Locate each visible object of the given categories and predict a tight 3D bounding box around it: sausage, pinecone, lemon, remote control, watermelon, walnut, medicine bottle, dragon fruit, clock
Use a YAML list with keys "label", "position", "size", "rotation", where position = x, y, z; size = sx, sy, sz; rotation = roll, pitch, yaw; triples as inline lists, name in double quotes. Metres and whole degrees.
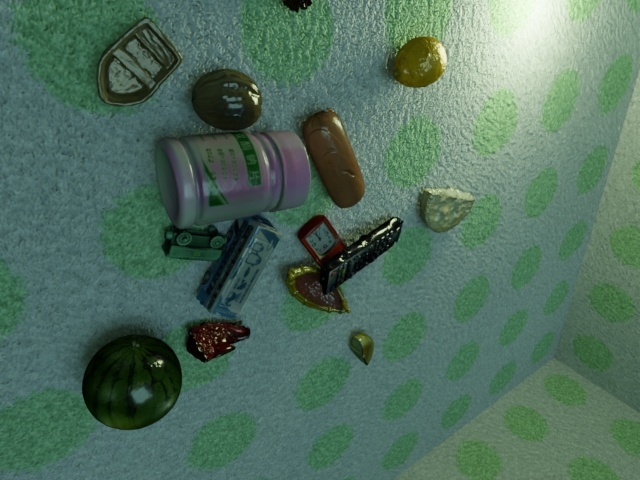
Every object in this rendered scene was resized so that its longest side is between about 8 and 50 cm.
- label: "sausage"
  position: [0.041, -0.238, 1.207]
  size: [0.121, 0.121, 0.304]
  rotation: [-38, 131, -13]
- label: "pinecone"
  position: [-0.055, -0.596, 0.973]
  size: [0.109, 0.102, 0.102]
  rotation: [-57, 143, -44]
- label: "lemon"
  position: [0.291, -0.525, 1.221]
  size: [0.187, 0.142, 0.142]
  rotation: [-31, 128, -21]
- label: "remote control"
  position: [0.142, 0.037, 1.417]
  size: [0.398, 0.062, 0.145]
  rotation: [-31, 145, -35]
- label: "watermelon"
  position: [-0.485, 0.366, 1.076]
  size: [0.242, 0.242, 0.243]
  rotation: [-17, 122, -28]
- label: "walnut"
  position: [-0.215, -0.328, 0.965]
  size: [0.162, 0.140, 0.140]
  rotation: [1, 113, -38]
- label: "medicine bottle"
  position: [-0.211, -0.157, 1.008]
  size: [0.325, 0.212, 0.212]
  rotation: [-13, 121, -30]
- label: "dragon fruit"
  position: [-0.303, 0.289, 1.251]
  size: [0.192, 0.122, 0.093]
  rotation: [-7, 102, -30]
- label: "clock"
  position: [0.000, 0.000, 1.349]
  size: [0.113, 0.061, 0.155]
  rotation: [-42, 128, -10]

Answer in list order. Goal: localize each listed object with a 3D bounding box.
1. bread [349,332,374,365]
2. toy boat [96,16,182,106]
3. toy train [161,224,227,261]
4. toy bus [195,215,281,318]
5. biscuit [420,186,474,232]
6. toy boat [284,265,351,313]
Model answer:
- label: "bread"
  position: [0.175, 0.431, 1.688]
  size: [0.094, 0.083, 0.157]
  rotation: [-44, 133, -12]
- label: "toy boat"
  position: [-0.395, -0.363, 0.867]
  size: [0.188, 0.061, 0.116]
  rotation: [-48, 133, -5]
- label: "toy train"
  position: [-0.336, 0.008, 1.106]
  size: [0.171, 0.070, 0.100]
  rotation: [7, 116, -39]
- label: "toy bus"
  position: [-0.233, 0.070, 1.169]
  size: [0.106, 0.131, 0.298]
  rotation: [24, 98, -41]
- label: "biscuit"
  position: [0.496, -0.116, 1.624]
  size: [0.280, 0.084, 0.179]
  rotation: [-5, 116, -35]
- label: "toy boat"
  position: [-0.016, 0.165, 1.401]
  size: [0.317, 0.099, 0.141]
  rotation: [36, 87, -39]
